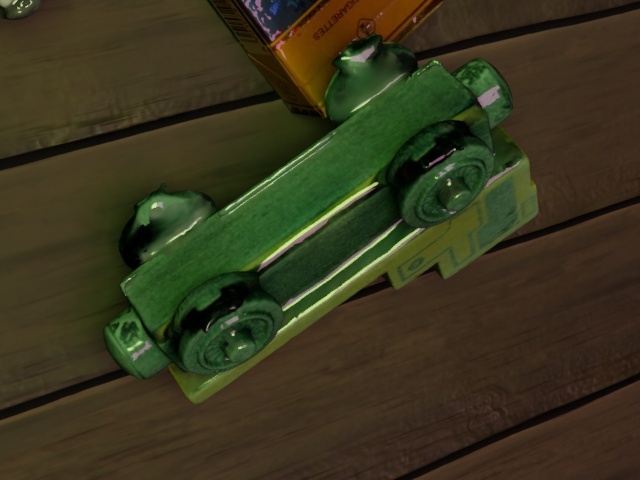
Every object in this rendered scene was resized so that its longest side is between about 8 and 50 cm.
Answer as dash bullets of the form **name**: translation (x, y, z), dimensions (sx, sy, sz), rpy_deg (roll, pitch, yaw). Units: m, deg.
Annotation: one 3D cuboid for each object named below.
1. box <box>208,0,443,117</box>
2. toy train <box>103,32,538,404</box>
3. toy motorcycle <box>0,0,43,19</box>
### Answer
- **box**: translation (-0.023, -0.235, 0.961), dimensions (0.152, 0.070, 0.237), rpy_deg (-46, 121, -13)
- **toy train**: translation (0.000, 0.000, 0.966), dimensions (0.369, 0.150, 0.237), rpy_deg (-35, 154, -3)
- **toy motorcycle**: translation (-0.254, -0.182, 0.772), dimensions (0.327, 0.188, 0.143), rpy_deg (-53, 127, -8)
